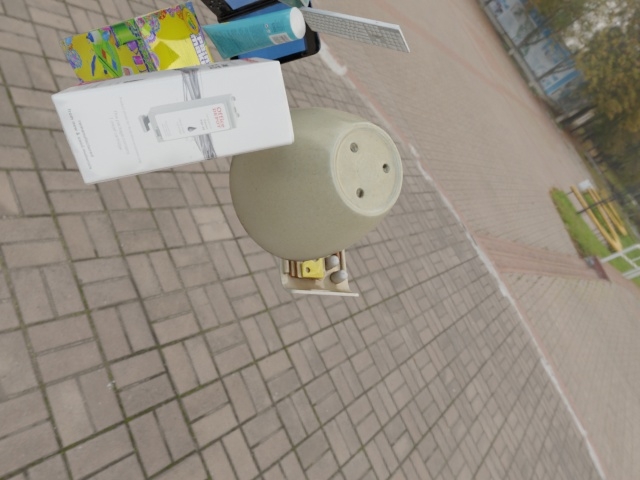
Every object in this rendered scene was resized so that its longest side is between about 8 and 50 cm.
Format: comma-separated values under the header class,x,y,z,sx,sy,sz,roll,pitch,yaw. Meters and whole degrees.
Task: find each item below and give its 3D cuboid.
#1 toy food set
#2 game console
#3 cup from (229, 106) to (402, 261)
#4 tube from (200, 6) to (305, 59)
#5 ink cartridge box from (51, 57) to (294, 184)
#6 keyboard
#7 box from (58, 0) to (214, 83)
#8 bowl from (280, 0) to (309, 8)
class,x,y,z,sx,sy,sz,roll,pitch,yaw
toy food set,0.000,0.000,1.174,0.220,0.092,0.306,7,69,-34
game console,-0.177,-0.614,1.176,0.250,0.293,0.173,19,66,-66
cup,0.021,-0.121,0.857,0.331,0.237,0.330,1,88,-35
tube,-0.131,-0.397,0.833,0.080,0.207,0.052,57,44,-48
ink cartridge box,-0.203,-0.191,0.641,0.207,0.283,0.117,-126,-155,-61
keyboard,0.063,-0.430,0.881,0.256,0.014,0.072,29,-5,30
box,-0.404,-0.373,1.038,0.177,0.279,0.289,-53,137,-42
bowl,-0.122,-0.651,0.905,0.312,0.163,0.311,30,16,-9
